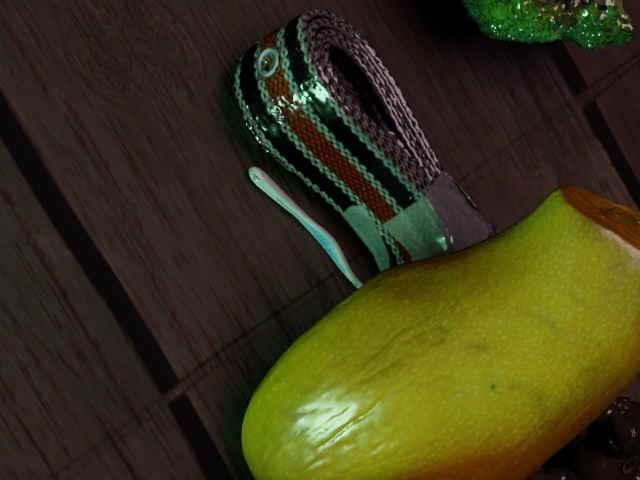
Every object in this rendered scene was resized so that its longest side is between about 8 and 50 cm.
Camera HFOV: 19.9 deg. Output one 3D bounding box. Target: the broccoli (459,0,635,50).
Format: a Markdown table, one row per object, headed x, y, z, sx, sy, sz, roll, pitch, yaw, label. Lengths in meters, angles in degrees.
| x | y | z | sx | sy | sz | roll | pitch | yaw | label |
| --- | --- | --- | --- | --- | --- | --- | --- | --- | --- |
| 0.188 | -0.288 | 1.446 | 0.269 | 0.269 | 0.254 | -4 | 75 | -34 | broccoli |

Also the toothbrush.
| x | y | z | sx | sy | sz | roll | pitch | yaw | label |
| --- | --- | --- | --- | --- | --- | --- | --- | --- | --- |
| 0.000 | 0.000 | 1.412 | 0.162 | 0.014 | 0.017 | 44 | 51 | -22 | toothbrush |

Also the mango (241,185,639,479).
| x | y | z | sx | sy | sz | roll | pitch | yaw | label |
| --- | --- | --- | --- | --- | --- | --- | --- | --- | --- |
| 0.102 | 0.094 | 1.295 | 0.187 | 0.359 | 0.144 | 57 | 15 | -21 | mango |

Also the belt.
| x | y | z | sx | sy | sz | roll | pitch | yaw | label |
| --- | --- | --- | --- | --- | --- | --- | --- | --- | --- |
| 0.068 | -0.020 | 1.411 | 0.359 | 0.094 | 0.126 | 53 | 46 | -14 | belt |

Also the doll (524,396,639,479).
| x | y | z | sx | sy | sz | roll | pitch | yaw | label |
| --- | --- | --- | --- | --- | --- | --- | --- | --- | --- |
| 0.226 | 0.183 | 1.468 | 0.165 | 0.057 | 0.139 | 15 | 110 | -51 | doll |
